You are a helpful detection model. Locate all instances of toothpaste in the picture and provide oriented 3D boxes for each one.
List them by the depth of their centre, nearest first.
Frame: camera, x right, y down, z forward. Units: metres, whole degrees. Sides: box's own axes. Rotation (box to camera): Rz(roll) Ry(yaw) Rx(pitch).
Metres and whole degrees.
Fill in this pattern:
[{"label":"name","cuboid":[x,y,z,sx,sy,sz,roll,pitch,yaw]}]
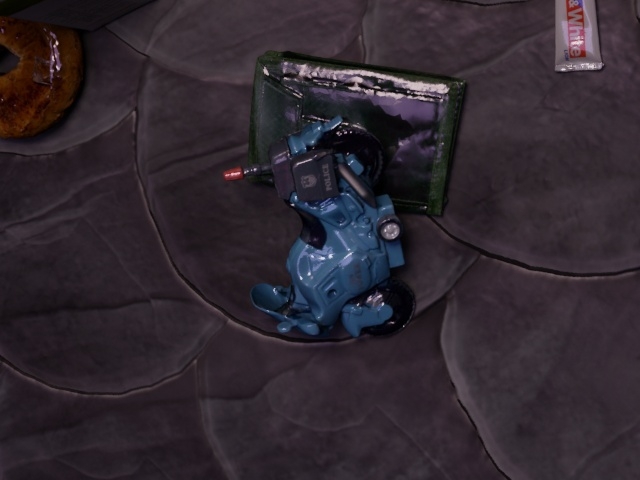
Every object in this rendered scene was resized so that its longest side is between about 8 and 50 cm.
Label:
[{"label":"toothpaste","cuboid":[0.268,-0.289,1.171,0.052,0.033,0.218,-1,101,21]}]

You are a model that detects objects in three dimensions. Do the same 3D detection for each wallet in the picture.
[{"label":"wallet","cuboid":[0.035,-0.122,1.253,0.236,0.055,0.160,11,107,15]}]

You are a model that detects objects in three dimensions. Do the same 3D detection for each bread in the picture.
[{"label":"bread","cuboid":[-0.369,-0.219,1.358,0.193,0.064,0.193,3,99,23]}]

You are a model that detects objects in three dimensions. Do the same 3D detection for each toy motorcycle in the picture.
[{"label":"toy motorcycle","cuboid":[0.000,0.000,1.229,0.182,0.123,0.272,-13,114,-2]}]

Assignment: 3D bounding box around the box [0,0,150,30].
[{"label":"box","cuboid":[-0.306,-0.347,1.194,0.106,0.299,0.200,-21,91,17]}]
